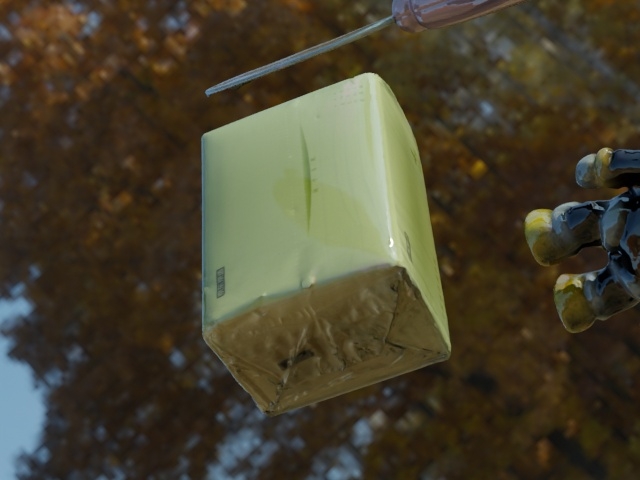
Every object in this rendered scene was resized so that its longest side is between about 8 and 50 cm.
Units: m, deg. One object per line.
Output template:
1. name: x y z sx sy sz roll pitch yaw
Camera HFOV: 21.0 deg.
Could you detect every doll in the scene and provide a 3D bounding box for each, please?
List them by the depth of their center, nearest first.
1. doll: 0.274 -0.018 1.009 0.316 0.145 0.103 -19 -8 27

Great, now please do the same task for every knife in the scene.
1. knife: 0.034 -0.141 1.191 0.336 0.043 0.081 -20 7 37

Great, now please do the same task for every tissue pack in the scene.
1. tissue pack: 0.000 0.000 1.319 0.159 0.234 0.125 -19 -49 14
